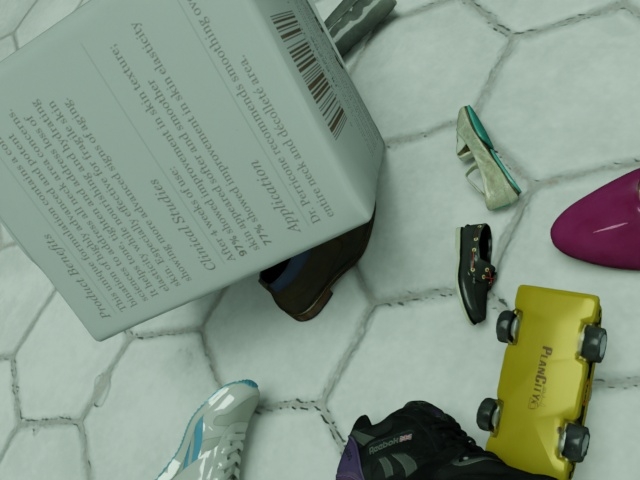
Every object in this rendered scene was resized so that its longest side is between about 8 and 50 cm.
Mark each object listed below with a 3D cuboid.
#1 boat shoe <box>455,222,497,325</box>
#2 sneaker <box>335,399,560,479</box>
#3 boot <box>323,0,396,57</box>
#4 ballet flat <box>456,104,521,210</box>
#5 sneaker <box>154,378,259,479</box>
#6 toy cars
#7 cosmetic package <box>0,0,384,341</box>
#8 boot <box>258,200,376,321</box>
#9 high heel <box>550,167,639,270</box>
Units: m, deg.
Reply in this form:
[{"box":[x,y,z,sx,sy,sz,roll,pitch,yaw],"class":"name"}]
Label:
[{"box":[0.189,0.037,0.699,0.042,0.049,0.133,-15,54,32],"class":"boat shoe"},{"box":[0.110,0.213,0.568,0.283,0.107,0.124,-25,44,49],"class":"sneaker"},{"box":[0.045,-0.335,0.976,0.208,0.076,0.189,-34,55,2],"class":"boot"},{"box":[0.207,-0.112,0.767,0.052,0.057,0.168,-33,52,23],"class":"ballet flat"},{"box":[-0.136,0.286,0.741,0.092,0.087,0.228,30,89,30],"class":"sneaker"},{"box":[0.268,0.228,0.535,0.176,0.087,0.393,-37,56,23],"class":"toy cars"},{"box":[-0.167,-0.140,0.750,0.394,0.329,0.327,-23,19,18],"class":"cosmetic package"},{"box":[0.000,0.000,0.792,0.082,0.106,0.219,21,77,36],"class":"boot"},{"box":[0.407,-0.079,0.551,0.377,0.181,0.127,-20,57,20],"class":"high heel"}]
